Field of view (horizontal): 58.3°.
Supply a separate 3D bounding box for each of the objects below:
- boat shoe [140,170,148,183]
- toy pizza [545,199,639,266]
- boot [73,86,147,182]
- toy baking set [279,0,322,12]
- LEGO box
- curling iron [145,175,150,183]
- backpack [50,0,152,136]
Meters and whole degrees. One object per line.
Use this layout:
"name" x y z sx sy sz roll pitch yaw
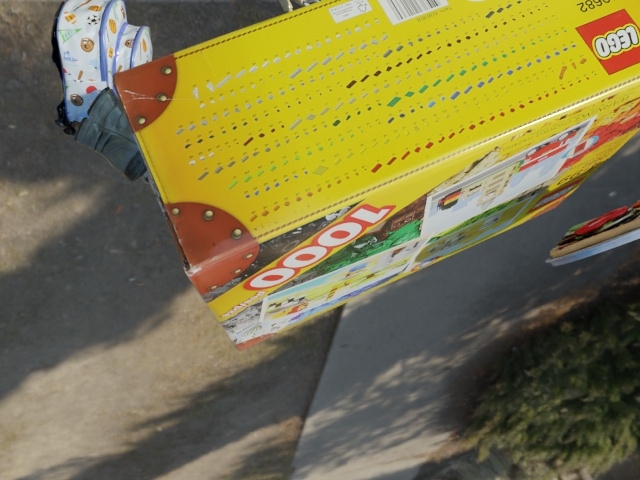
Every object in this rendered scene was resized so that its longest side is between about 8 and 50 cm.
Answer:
"boat shoe" -0.314 -0.276 1.337 0.130 0.355 0.132 5 152 13
"toy pizza" 0.329 -0.025 0.598 0.201 0.032 0.201 -23 172 -3
"boot" -0.363 -0.248 1.127 0.161 0.083 0.246 41 98 -11
"toy baking set" -0.068 -0.745 1.748 0.030 0.197 0.256 -41 118 -23
"LEGO box" 0.083 -0.090 0.647 0.500 0.193 0.372 -23 163 -9
"curling iron" -0.276 -0.228 1.204 0.035 0.068 0.274 39 78 -34
"backpack" -0.489 -0.406 1.284 0.213 0.276 0.263 -4 134 -7
